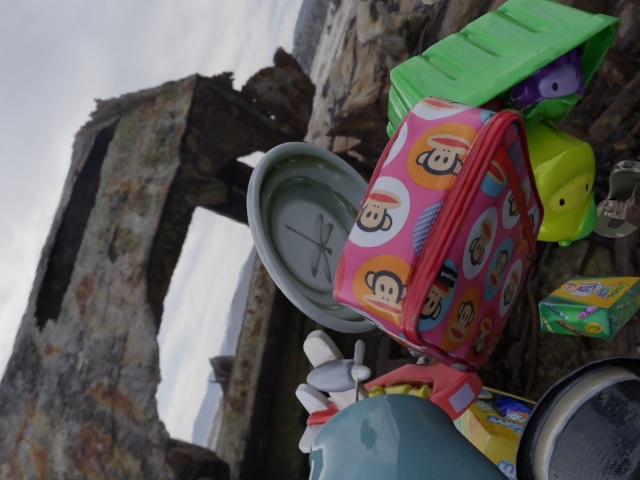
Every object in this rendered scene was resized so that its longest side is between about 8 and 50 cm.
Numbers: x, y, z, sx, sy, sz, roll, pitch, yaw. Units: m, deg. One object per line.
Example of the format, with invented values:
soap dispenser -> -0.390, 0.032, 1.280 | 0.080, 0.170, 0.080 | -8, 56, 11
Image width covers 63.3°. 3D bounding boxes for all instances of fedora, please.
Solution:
fedora -> 0.482, 0.360, 0.834 | 0.152, 0.334, 0.334 | -127, 54, -70

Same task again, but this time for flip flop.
flip flop -> 0.564, -0.057, 0.954 | 0.080, 0.112, 0.277 | -64, -18, -17

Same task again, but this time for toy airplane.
toy airplane -> 0.114, 0.392, 1.122 | 0.272, 0.386, 0.384 | -80, 6, -64

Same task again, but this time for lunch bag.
lunch bag -> 0.146, -0.006, 0.547 | 0.293, 0.120, 0.258 | 37, -104, -56

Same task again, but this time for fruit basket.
fruit basket -> 0.333, -0.171, 0.861 | 0.283, 0.392, 0.392 | 80, -157, -64

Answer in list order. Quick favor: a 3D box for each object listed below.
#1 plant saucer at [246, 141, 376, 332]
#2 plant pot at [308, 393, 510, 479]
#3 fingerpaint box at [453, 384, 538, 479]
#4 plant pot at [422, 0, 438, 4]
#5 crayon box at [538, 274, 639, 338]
plant saucer -> 0.000, 0.000, 1.037 | 0.100, 0.400, 0.400 | -30, 33, 39
plant pot -> 0.093, 0.306, 0.517 | 0.255, 0.271, 0.272 | -105, 31, -63
fingerpaint box -> 0.527, 0.520, 1.294 | 0.371, 0.445, 0.163 | -112, 40, -83
plant pot -> 0.252, -0.573, 1.122 | 0.109, 0.109, 0.096 | -97, -17, -64
crayon box -> 0.706, 0.165, 1.348 | 0.165, 0.278, 0.081 | -1, 101, 45
